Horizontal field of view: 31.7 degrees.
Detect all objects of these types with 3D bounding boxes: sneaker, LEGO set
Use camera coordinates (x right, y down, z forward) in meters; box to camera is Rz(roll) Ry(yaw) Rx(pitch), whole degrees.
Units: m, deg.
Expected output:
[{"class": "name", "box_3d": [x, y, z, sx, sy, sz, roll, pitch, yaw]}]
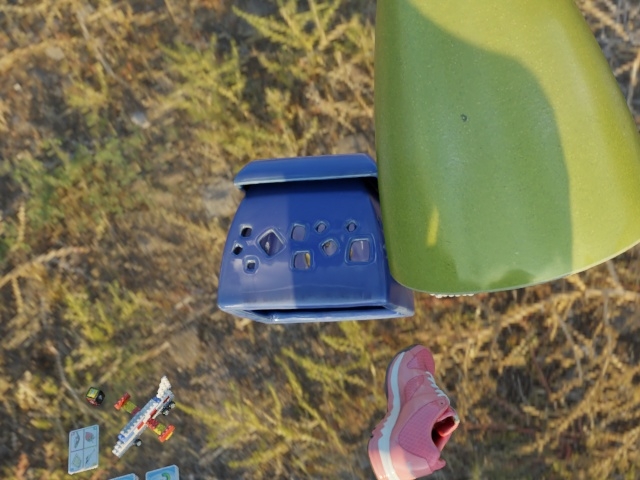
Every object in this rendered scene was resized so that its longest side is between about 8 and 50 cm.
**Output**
[{"class": "sneaker", "box_3d": [0.183, 0.300, 1.953, 0.136, 0.116, 0.314, -12, 33, 24]}, {"class": "LEGO set", "box_3d": [-0.306, 0.310, 1.693, 0.182, 0.060, 0.244, -15, 49, 7]}]

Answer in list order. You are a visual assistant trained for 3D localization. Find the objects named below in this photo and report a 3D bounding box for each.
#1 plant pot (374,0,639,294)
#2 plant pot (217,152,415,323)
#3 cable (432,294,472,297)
[{"class": "plant pot", "box_3d": [0.158, -0.139, 1.069, 0.274, 0.294, 0.275, -16, 17, 5]}, {"class": "plant pot", "box_3d": [0.000, 0.000, 1.565, 0.235, 0.236, 0.212, -2, 81, 13]}, {"class": "cable", "box_3d": [0.182, -0.050, 1.485, 0.089, 0.257, 0.257, 9, 98, 7]}]
